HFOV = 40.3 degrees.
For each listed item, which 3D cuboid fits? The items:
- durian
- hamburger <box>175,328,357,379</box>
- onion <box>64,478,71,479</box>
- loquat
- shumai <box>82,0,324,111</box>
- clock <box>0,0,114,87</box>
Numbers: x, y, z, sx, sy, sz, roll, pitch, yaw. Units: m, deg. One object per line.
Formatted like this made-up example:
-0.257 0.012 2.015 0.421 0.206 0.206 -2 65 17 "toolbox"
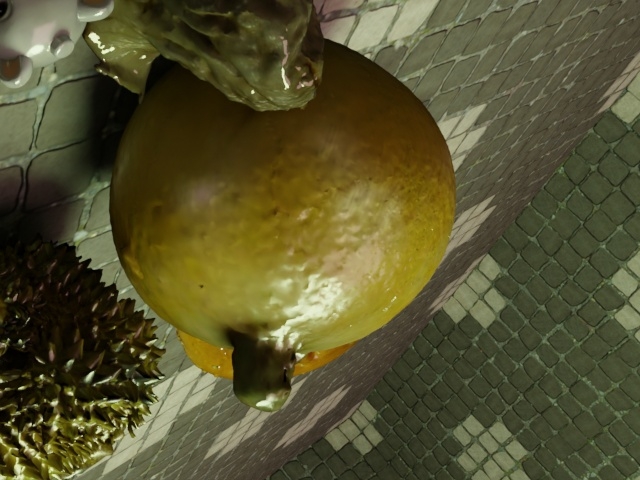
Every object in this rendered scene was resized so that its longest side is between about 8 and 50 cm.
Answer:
-0.292 0.114 0.808 0.258 0.258 0.293 -46 153 14 "durian"
-0.065 0.084 1.257 0.315 0.170 0.289 -9 144 -14 "hamburger"
-0.485 0.496 1.317 0.273 0.230 0.256 -30 161 -13 "onion"
-0.042 -0.017 0.821 0.328 0.329 0.359 98 -2 -65 "loquat"
-0.095 -0.172 0.629 0.176 0.205 0.166 -21 169 1 "shumai"
-0.223 -0.127 0.527 0.176 0.117 0.080 -38 163 -10 "clock"
